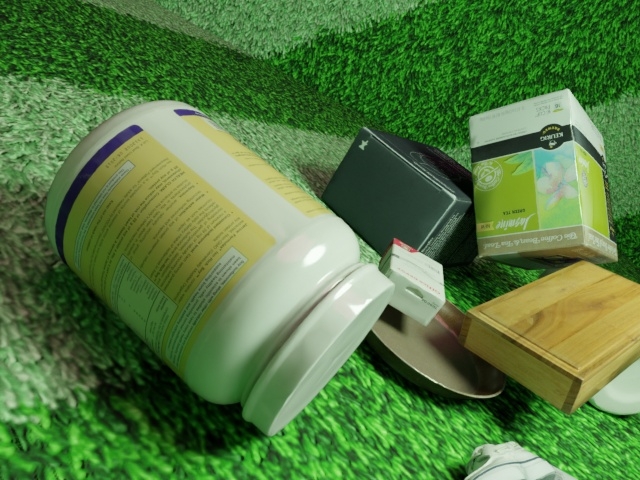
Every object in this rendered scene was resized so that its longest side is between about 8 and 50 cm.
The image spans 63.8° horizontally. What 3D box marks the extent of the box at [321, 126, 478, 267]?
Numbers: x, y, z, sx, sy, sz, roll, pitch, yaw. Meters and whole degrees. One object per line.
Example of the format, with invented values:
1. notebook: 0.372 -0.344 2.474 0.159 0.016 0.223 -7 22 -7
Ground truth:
1. box: 0.256 -0.097 1.300 0.396 0.212 0.293 0 39 -52

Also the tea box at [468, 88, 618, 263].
1. tea box: 0.508 -0.109 1.164 0.329 0.220 0.323 12 72 -50

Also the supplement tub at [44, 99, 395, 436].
1. supplement tub: -0.109 0.025 0.580 0.331 0.241 0.241 39 24 16

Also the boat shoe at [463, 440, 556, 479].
1. boat shoe: 0.221 0.302 0.656 0.226 0.083 0.076 23 10 -47

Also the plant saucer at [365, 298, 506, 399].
1. plant saucer: 0.176 0.162 0.895 0.311 0.050 0.310 26 25 -13

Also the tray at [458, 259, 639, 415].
1. tray: 0.461 0.145 0.924 0.411 0.076 0.203 -14 32 -37

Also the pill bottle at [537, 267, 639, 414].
1. pill bottle: 0.634 0.199 1.180 0.204 0.204 0.361 28 24 -9

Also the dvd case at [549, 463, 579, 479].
1. dvd case: 0.417 0.427 0.688 0.239 0.029 0.179 29 24 -4

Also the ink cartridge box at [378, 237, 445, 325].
1. ink cartridge box: 0.159 0.070 0.918 0.109 0.063 0.150 31 23 -1
